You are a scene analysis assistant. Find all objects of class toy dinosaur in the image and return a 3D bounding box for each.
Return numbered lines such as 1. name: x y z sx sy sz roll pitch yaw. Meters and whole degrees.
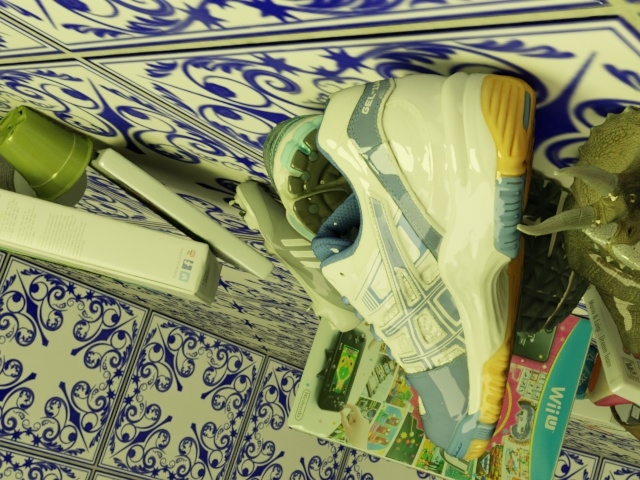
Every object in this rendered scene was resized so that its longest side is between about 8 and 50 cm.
1. toy dinosaur: 0.212 -0.002 0.677 0.160 0.121 0.313 29 176 9

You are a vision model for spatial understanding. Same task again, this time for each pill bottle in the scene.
1. pill bottle: -0.339 -0.075 1.279 0.137 0.078 0.078 10 167 41

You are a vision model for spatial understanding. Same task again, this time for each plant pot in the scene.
1. plant pot: -0.291 -0.095 1.122 0.083 0.083 0.079 7 153 49

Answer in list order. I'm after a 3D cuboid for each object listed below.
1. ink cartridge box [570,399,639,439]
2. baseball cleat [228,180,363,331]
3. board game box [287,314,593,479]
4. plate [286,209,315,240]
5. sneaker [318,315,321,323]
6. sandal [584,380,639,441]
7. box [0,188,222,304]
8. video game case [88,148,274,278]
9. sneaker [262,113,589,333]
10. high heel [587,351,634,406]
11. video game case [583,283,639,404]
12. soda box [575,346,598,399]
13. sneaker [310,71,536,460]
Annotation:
1. ink cartridge box: 0.451 0.266 1.745 0.109 0.063 0.150 9 167 42
2. baseball cleat: 0.000 0.000 1.133 0.206 0.109 0.072 53 -173 -29
3. board game box: 0.141 0.160 1.280 0.303 0.224 0.097 16 167 9
4. plate: 0.061 -0.011 1.022 0.188 0.024 0.188 14 162 5
5. sneaker: 0.112 0.130 1.501 0.268 0.101 0.153 18 173 14
6. sandal: 0.493 0.253 1.532 0.302 0.086 0.120 15 169 17
7. box: -0.271 0.000 1.169 0.321 0.059 0.232 16 173 1
8. video game case: -0.153 -0.030 1.148 0.201 0.023 0.183 35 174 -16
9. sneaker: 0.083 -0.026 0.807 0.283 0.110 0.122 26 -175 -27
10. high heel: 0.392 0.162 1.283 0.117 0.082 0.244 16 162 2
11. video game case: 0.278 0.084 0.906 0.157 0.143 0.019 24 132 -30
12. soda box: 0.302 0.175 1.496 0.067 0.071 0.210 19 170 -4
13. sneaker: 0.063 0.019 0.697 0.130 0.112 0.297 5 129 12
